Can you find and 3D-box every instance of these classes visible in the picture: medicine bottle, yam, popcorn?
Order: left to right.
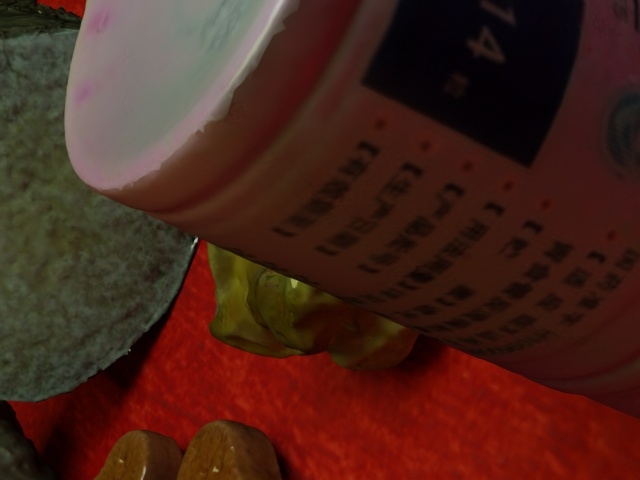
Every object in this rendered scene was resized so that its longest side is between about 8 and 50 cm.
[{"bbox_3d":[-0.235,-0.057,0.990,0.241,0.241,0.348,-63,29,5],"label":"yam"},{"bbox_3d":[0.000,0.000,0.675,0.145,0.126,0.126,52,141,39],"label":"popcorn"},{"bbox_3d":[0.060,-0.039,0.463,0.152,0.254,0.152,-36,42,41],"label":"medicine bottle"}]

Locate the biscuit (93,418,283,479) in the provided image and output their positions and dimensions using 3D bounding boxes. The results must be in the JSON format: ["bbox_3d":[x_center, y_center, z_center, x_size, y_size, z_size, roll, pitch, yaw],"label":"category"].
[{"bbox_3d":[-0.099,0.257,0.714,0.202,0.047,0.334,-21,50,51],"label":"biscuit"}]

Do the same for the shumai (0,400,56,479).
[{"bbox_3d":[-0.333,0.237,0.864,0.263,0.309,0.304,-49,61,31],"label":"shumai"}]
